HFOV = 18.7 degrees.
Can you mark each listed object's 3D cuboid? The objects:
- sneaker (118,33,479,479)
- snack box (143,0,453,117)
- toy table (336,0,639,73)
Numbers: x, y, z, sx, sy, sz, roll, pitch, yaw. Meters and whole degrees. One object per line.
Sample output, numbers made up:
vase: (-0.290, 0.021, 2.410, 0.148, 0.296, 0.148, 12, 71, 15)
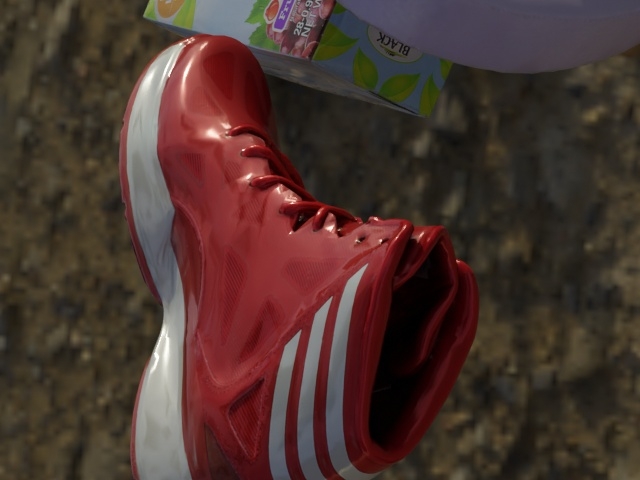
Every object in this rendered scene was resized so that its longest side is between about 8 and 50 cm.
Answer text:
sneaker: (0.000, 0.000, 0.701, 0.128, 0.087, 0.221, -26, 54, 29)
snack box: (0.020, -0.169, 0.845, 0.174, 0.070, 0.207, 25, 90, 60)
toy table: (0.097, -0.189, 0.592, 0.161, 0.252, 0.274, -51, 14, 47)
